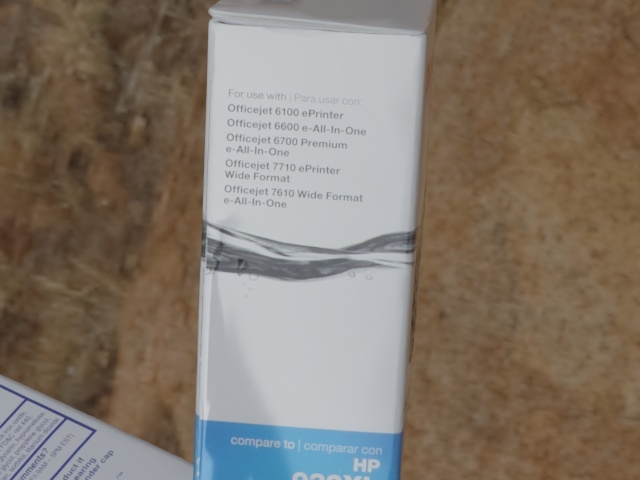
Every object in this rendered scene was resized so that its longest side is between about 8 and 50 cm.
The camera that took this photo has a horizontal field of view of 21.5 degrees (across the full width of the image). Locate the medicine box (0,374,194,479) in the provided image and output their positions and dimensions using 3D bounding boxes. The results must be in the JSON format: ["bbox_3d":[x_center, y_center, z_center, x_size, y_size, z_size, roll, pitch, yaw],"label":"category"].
[{"bbox_3d":[-0.168,0.281,1.375,0.289,0.263,0.149,21,56,32],"label":"medicine box"}]

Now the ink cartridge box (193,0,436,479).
[{"bbox_3d":[0.000,0.000,1.066,0.129,0.223,0.307,4,105,4],"label":"ink cartridge box"}]
